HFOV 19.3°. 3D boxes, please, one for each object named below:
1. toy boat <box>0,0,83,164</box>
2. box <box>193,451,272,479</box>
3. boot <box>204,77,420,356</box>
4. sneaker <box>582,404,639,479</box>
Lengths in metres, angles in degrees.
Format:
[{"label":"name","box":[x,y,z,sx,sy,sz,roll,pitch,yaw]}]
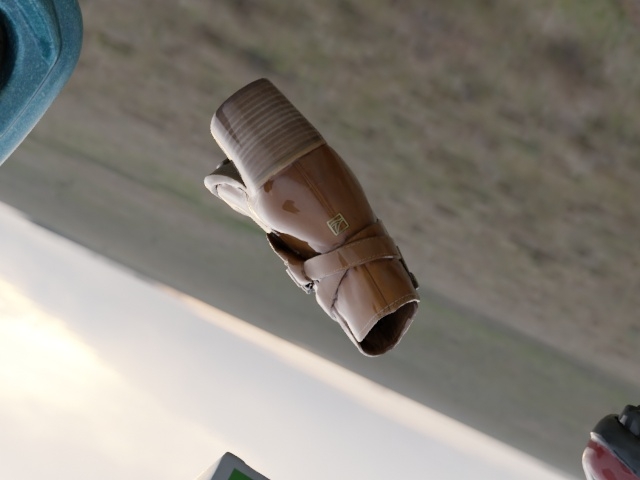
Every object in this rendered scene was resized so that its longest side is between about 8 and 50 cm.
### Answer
[{"label":"toy boat","box":[-0.267,-0.129,1.015,0.148,0.267,0.318,24,155,45]},{"label":"box","box":[-0.039,0.177,0.944,0.101,0.087,0.102,33,149,-6]},{"label":"boot","box":[0.000,0.000,1.086,0.152,0.073,0.197,54,179,11]},{"label":"sneaker","box":[0.206,0.214,1.064,0.276,0.135,0.097,55,177,-29]}]
